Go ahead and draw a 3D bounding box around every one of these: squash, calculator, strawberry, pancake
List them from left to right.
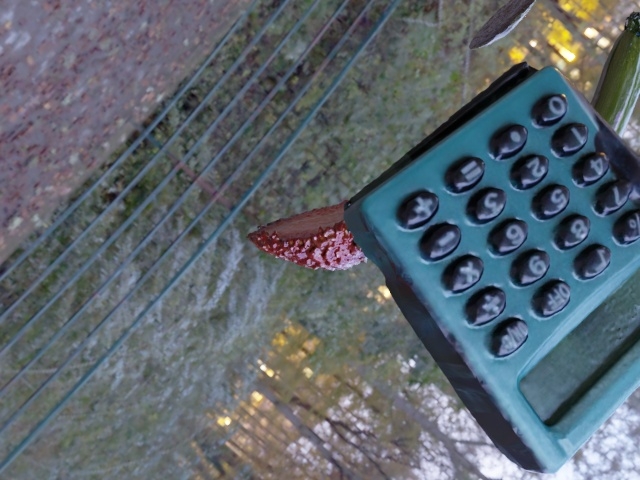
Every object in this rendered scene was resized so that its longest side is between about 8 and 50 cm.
[{"bbox_3d":[0.000,0.000,1.530,0.306,0.138,0.233,-10,-165,28],"label":"strawberry"},{"bbox_3d":[0.223,-0.269,0.822,0.115,0.011,0.115,-44,-165,15],"label":"pancake"},{"bbox_3d":[0.179,0.009,0.542,0.248,0.274,0.058,-36,-178,-21],"label":"calculator"},{"bbox_3d":[0.329,-0.163,0.766,0.052,0.052,0.184,-39,146,-78],"label":"squash"}]
